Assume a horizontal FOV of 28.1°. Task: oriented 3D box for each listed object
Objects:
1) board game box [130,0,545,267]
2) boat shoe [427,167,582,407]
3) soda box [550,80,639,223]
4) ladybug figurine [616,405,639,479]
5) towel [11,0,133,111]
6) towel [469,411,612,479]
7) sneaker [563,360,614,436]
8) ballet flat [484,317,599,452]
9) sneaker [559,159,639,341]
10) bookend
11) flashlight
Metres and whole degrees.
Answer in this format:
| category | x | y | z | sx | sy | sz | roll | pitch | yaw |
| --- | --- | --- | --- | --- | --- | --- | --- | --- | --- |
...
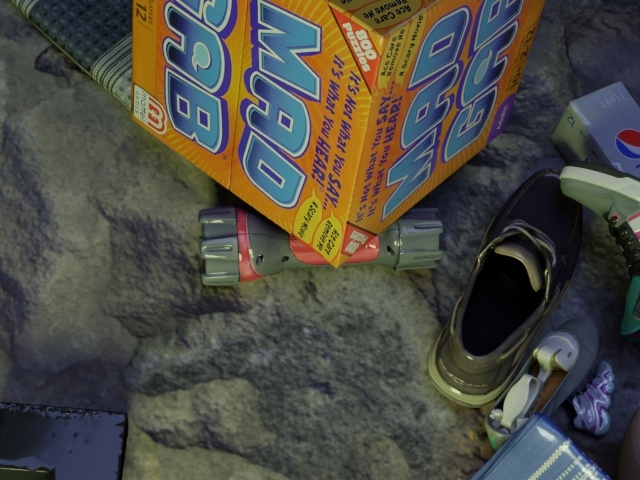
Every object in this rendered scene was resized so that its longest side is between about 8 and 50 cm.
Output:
| category | x | y | z | sx | sy | sz | roll | pitch | yaw |
| --- | --- | --- | --- | --- | --- | --- | --- | --- | --- |
| board game box | 0.022 | -0.267 | 1.540 | 0.356 | 0.356 | 0.356 | 36 | 53 | 21 |
| boat shoe | 0.254 | 0.045 | 1.605 | 0.132 | 0.130 | 0.355 | 25 | 62 | 4 |
| soda box | 0.429 | -0.066 | 1.707 | 0.091 | 0.098 | 0.286 | -24 | 69 | -18 |
| ladybug figurine | 0.512 | 0.364 | 1.437 | 0.449 | 0.162 | 0.305 | 43 | 37 | 16 |
| towel | -0.239 | -0.355 | 1.787 | 0.312 | 0.056 | 0.324 | 42 | 67 | 16 |
| towel | 0.311 | 0.354 | 1.400 | 0.336 | 0.243 | 0.040 | 43 | 52 | 13 |
| sneaker | 0.328 | 0.191 | 1.594 | 0.069 | 0.038 | 0.098 | 12 | 62 | -3 |
| ballet flat | 0.273 | 0.168 | 1.563 | 0.072 | 0.068 | 0.213 | 23 | 66 | 37 |
| sneaker | 0.397 | 0.032 | 1.577 | 0.295 | 0.124 | 0.178 | 29 | 89 | 26 |
| bookend | -0.302 | 0.271 | 1.438 | 0.156 | 0.072 | 0.157 | 5 | 63 | -5 |
| flashlight | 0.000 | 0.000 | 1.599 | 0.304 | 0.103 | 0.103 | -3 | 30 | -5 |
